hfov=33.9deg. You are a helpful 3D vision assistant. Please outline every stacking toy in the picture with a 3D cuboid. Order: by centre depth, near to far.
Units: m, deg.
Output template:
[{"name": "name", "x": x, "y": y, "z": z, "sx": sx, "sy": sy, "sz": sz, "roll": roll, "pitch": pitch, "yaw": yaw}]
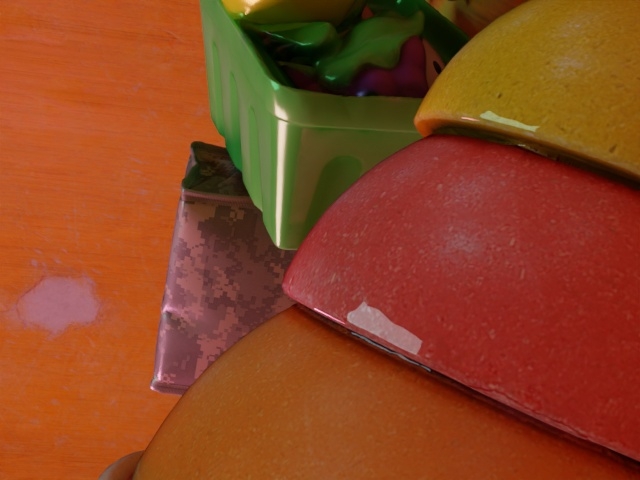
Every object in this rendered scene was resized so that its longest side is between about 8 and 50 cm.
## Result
[{"name": "stacking toy", "x": 0.130, "y": 0.000, "z": 0.491, "sx": 0.350, "sy": 0.350, "sz": 0.480, "roll": -151, "pitch": 83, "yaw": -78}]

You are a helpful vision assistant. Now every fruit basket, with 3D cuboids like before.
[{"name": "fruit basket", "x": 0.015, "y": -0.215, "z": 0.938, "sx": 0.392, "sy": 0.282, "sz": 0.392, "roll": -178, "pitch": 90, "yaw": -70}]

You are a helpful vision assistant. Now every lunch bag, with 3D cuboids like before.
[{"name": "lunch bag", "x": -0.016, "y": 0.043, "z": 1.098, "sx": 0.169, "sy": 0.286, "sz": 0.235, "roll": -95, "pitch": 15, "yaw": -66}]
